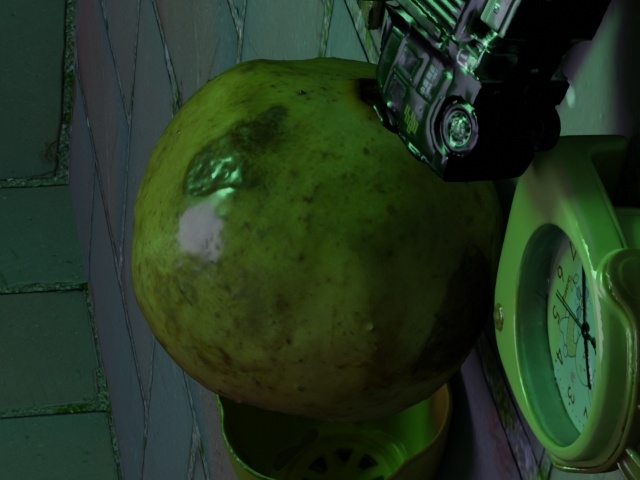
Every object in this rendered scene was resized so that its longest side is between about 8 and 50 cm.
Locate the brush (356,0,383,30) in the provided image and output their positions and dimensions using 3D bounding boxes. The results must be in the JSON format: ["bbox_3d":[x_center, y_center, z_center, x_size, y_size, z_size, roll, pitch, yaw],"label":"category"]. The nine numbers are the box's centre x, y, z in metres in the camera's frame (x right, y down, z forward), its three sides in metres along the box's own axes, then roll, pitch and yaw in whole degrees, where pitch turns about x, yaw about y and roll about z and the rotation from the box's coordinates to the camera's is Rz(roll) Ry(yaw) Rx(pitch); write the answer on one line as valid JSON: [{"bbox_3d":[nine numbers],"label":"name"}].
[{"bbox_3d":[0.032,-0.251,1.784,0.170,0.014,0.043,-108,22,-49],"label":"brush"}]

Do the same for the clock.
[{"bbox_3d":[0.171,0.060,1.163,0.232,0.069,0.170,-110,23,-47],"label":"clock"}]

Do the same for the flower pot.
[{"bbox_3d":[0.013,0.167,1.624,0.179,0.195,0.195,86,173,-54],"label":"flower pot"}]

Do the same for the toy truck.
[{"bbox_3d":[0.114,-0.164,1.121,0.121,0.088,0.259,49,128,37],"label":"toy truck"}]

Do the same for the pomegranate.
[{"bbox_3d":[0.000,0.000,1.437,0.281,0.281,0.281,177,90,-76],"label":"pomegranate"}]
